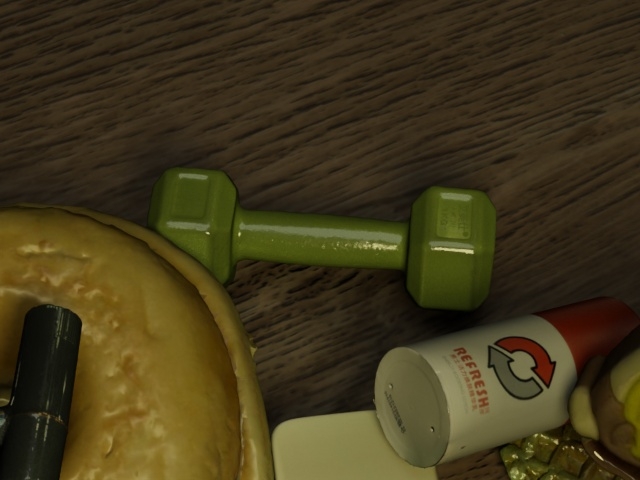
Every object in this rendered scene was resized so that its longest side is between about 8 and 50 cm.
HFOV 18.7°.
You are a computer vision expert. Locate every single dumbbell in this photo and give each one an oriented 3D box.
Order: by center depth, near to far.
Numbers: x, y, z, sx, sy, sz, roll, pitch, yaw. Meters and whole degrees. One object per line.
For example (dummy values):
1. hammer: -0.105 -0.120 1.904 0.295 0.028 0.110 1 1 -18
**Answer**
1. dumbbell: 0.000 0.000 1.694 0.302 0.108 0.121 5 58 4

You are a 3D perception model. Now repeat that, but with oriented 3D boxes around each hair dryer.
1. hair dryer: -0.280 0.126 1.429 0.195 0.050 0.173 4 56 4

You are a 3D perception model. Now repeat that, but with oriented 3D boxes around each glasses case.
1. glasses case: 0.040 0.279 1.492 0.131 0.070 0.313 -6 54 -5

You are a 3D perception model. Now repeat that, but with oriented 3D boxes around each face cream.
1. face cream: 0.156 0.109 1.547 0.214 0.096 0.096 -12 56 -33

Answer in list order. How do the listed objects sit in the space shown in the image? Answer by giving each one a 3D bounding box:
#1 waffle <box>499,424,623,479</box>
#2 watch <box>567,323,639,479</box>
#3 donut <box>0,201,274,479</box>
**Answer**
1. waffle: 0.229 0.158 1.635 0.169 0.036 0.183 -21 59 -10
2. watch: 0.417 0.124 1.503 0.335 0.314 0.327 47 51 3
3. donut: -0.243 0.165 1.543 0.449 0.198 0.449 0 59 1
